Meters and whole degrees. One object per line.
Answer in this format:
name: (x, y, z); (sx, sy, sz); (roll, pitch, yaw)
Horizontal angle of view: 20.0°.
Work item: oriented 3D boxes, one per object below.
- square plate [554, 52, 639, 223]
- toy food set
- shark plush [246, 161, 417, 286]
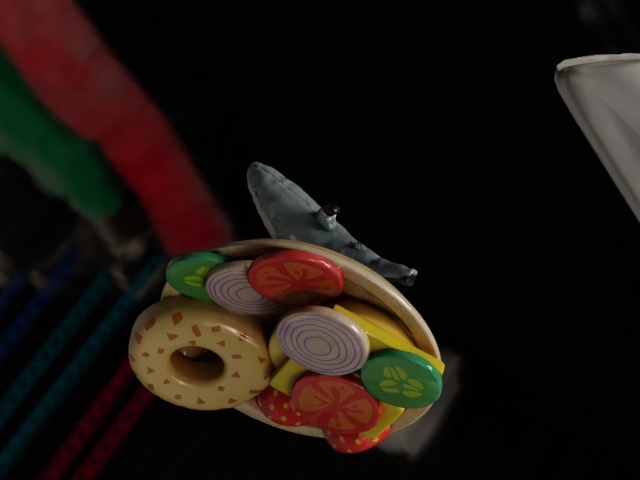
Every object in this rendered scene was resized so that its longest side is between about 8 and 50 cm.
square plate: (0.290, 0.050, 0.617); (0.347, 0.344, 0.049); (61, -42, 26)
toy food set: (-0.007, 0.029, 0.493); (0.083, 0.020, 0.082); (29, -41, -9)
shark plush: (0.000, 0.000, 1.328); (0.161, 0.073, 0.067); (40, -40, 46)
